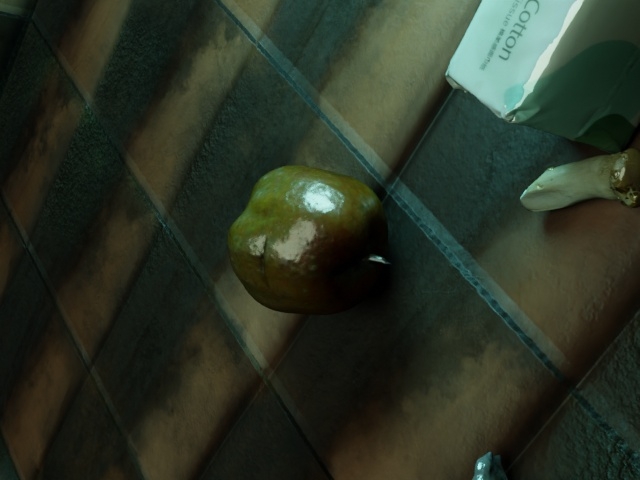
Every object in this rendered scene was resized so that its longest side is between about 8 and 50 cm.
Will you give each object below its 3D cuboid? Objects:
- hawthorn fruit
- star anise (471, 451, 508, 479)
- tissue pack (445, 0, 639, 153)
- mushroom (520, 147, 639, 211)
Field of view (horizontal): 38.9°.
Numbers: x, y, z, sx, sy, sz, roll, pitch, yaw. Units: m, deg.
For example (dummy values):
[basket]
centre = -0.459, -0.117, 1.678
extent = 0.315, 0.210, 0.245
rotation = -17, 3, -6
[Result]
[hawthorn fruit]
centre = 0.000, 0.000, 1.595
extent = 0.300, 0.267, 0.268
rotation = 7, 92, 37
[star anise]
centre = 0.285, 0.481, 1.351
extent = 0.359, 0.139, 0.316
rotation = -18, 81, 44
[tissue pack]
centre = 0.370, -0.317, 1.228
extent = 0.194, 0.266, 0.357
rotation = 47, 120, 43
[mushroom]
centre = 0.390, -0.081, 1.338
extent = 0.209, 0.084, 0.071
rotation = -9, 39, 51
